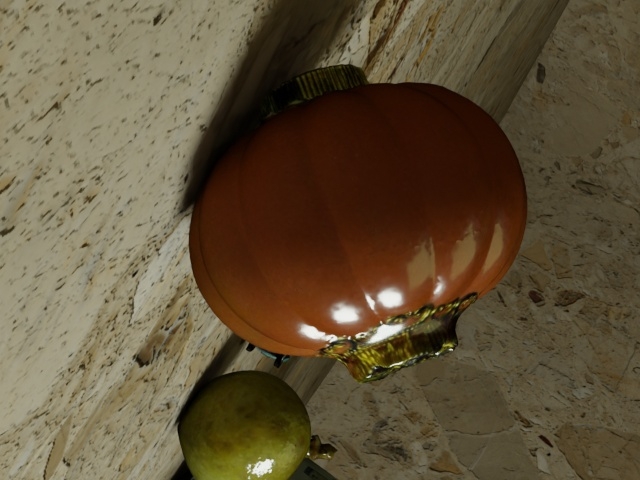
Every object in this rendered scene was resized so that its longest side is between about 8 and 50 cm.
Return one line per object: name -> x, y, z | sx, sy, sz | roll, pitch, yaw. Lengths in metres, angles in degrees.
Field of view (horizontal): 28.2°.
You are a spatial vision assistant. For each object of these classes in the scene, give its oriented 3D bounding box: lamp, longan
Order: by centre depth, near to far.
lamp -> 0.025, -0.011, 0.823 | 0.223, 0.196, 0.223 | -18, 171, -3
longan -> -0.069, 0.217, 1.400 | 0.155, 0.176, 0.145 | -89, -165, -74

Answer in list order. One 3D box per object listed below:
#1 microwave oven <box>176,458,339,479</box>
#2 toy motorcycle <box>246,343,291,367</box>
microwave oven -> -0.093, 0.446, 1.837 | 0.218, 0.286, 0.355 | -56, 175, 9
toy motorcycle -> -0.037, 0.083, 1.471 | 0.100, 0.058, 0.173 | -61, 178, -30
